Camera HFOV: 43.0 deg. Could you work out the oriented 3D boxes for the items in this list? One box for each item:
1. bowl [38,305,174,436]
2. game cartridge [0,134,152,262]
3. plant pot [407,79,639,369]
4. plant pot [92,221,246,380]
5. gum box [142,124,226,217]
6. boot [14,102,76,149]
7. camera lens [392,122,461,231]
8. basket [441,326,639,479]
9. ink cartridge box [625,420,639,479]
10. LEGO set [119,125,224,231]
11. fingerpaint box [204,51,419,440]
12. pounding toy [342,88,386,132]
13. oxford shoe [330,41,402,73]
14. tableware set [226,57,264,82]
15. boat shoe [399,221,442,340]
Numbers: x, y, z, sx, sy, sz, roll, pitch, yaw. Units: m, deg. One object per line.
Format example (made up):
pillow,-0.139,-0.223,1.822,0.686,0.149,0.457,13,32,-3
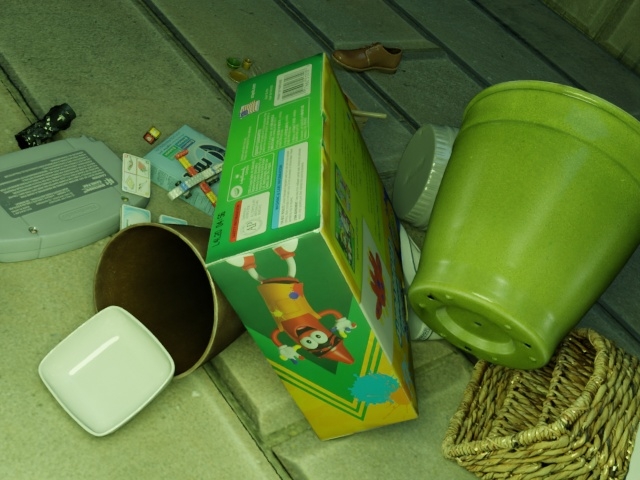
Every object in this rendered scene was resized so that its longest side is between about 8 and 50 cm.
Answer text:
bowl,-0.272,0.174,1.057,0.142,0.053,0.142,-42,69,-19
game cartridge,-0.424,-0.069,1.288,0.196,0.060,0.294,39,38,21
plant pot,0.320,0.000,1.295,0.367,0.366,0.353,30,69,4
plant pot,-0.169,0.070,1.179,0.215,0.215,0.230,42,24,18
gum box,-0.213,-0.125,1.491,0.184,0.041,0.157,31,37,4
boot,-0.475,-0.189,1.391,0.099,0.121,0.045,-43,108,-23
camera lens,0.308,-0.101,1.632,0.275,0.219,0.219,15,38,-15
basket,0.355,0.246,1.251,0.223,0.213,0.299,34,37,8
ink cartridge box,0.454,0.403,1.059,0.117,0.278,0.201,7,29,26
LEGO set,-0.236,-0.081,1.343,0.183,0.060,0.244,16,53,-33
fingerpaint box,0.000,0.000,1.206,0.163,0.371,0.444,-17,38,15
pounding toy,0.043,-0.274,1.776,0.130,0.100,0.141,-8,49,-37
oxford shoe,0.119,-0.480,2.091,0.212,0.076,0.076,-7,50,-35
tableware set,-0.153,-0.364,1.828,0.104,0.024,0.154,1,44,-30
boat shoe,0.166,0.071,1.460,0.084,0.095,0.258,9,51,-29
